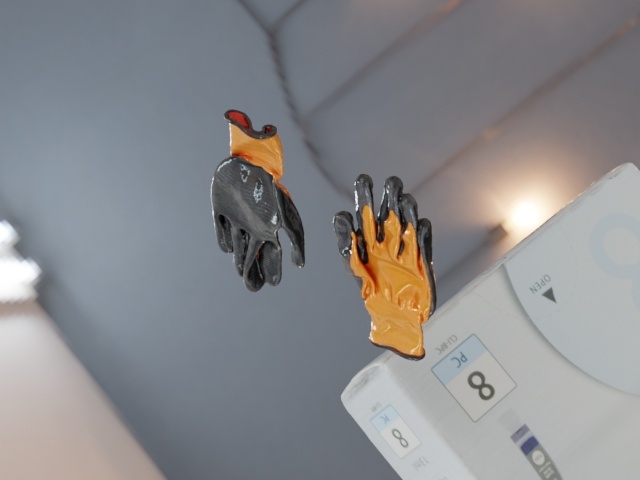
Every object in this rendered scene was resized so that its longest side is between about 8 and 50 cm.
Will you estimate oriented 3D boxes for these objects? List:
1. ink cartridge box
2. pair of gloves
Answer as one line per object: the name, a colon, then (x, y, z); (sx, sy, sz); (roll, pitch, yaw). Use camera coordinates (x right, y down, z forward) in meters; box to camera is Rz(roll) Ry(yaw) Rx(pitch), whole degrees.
ink cartridge box: (0.247, 0.170, 1.417); (0.308, 0.091, 0.385); (-36, -97, -35)
pair of gloves: (0.000, 0.000, 0.592); (0.083, 0.010, 0.074); (24, 140, 23)
